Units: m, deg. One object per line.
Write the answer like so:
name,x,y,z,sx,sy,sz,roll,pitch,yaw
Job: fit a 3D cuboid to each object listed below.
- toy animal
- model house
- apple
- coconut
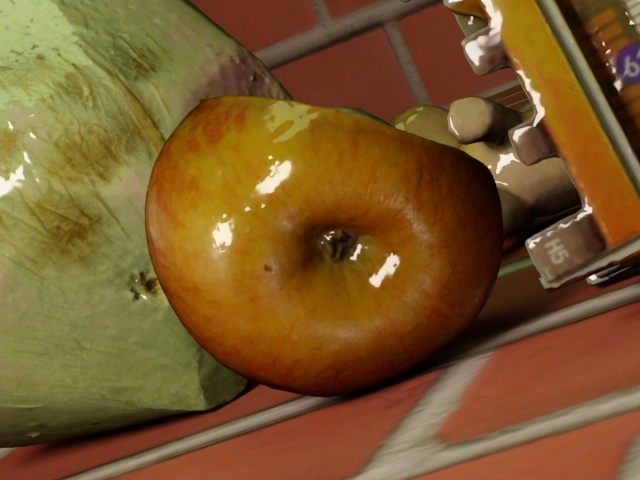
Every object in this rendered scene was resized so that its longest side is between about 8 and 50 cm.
toy animal,0.144,-0.060,1.294,0.233,0.121,0.168,-18,-4,18
model house,0.177,-0.098,0.897,0.215,0.224,0.198,-28,-9,16
apple,0.000,0.000,0.976,0.195,0.160,0.173,18,13,-12
coconut,-0.156,-0.013,1.166,0.328,0.328,0.281,-23,-26,-10
